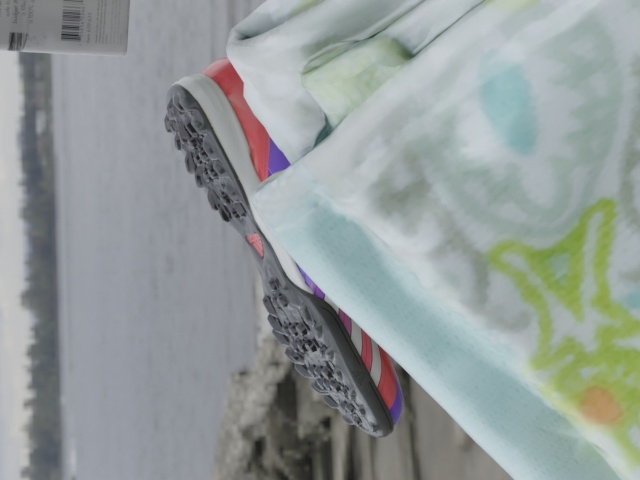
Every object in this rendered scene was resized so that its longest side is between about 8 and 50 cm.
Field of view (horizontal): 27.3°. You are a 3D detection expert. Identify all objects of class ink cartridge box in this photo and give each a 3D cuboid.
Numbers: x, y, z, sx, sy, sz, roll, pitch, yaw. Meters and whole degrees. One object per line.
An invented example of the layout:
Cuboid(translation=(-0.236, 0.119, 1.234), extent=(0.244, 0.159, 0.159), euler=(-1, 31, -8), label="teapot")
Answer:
Cuboid(translation=(-0.218, -0.180, 0.881), extent=(0.060, 0.180, 0.104), euler=(18, 106, 50), label="ink cartridge box")

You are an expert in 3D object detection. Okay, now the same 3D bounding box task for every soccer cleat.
Cuboid(translation=(0.000, 0.000, 1.019), extent=(0.318, 0.116, 0.109), euler=(62, 159, -5), label="soccer cleat")

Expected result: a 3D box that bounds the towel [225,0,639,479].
Cuboid(translation=(0.202, -0.007, 0.373), extent=(0.374, 0.321, 0.090), euler=(46, -161, -24), label="towel")
